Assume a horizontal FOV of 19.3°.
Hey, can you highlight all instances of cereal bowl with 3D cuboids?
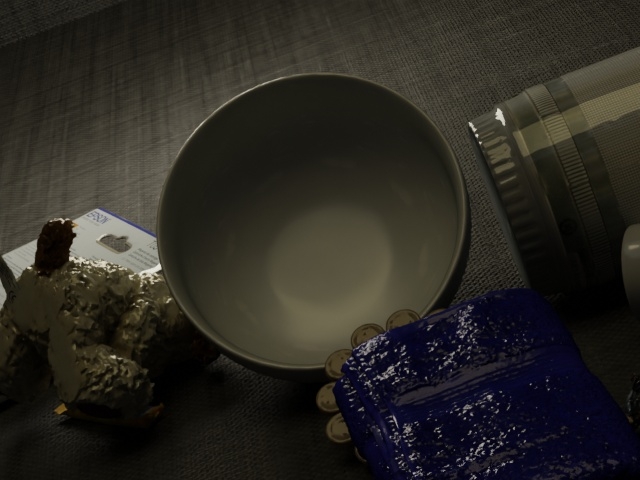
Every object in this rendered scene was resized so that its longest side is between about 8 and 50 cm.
[{"bbox_3d":[0.000,0.000,2.018,0.339,0.141,0.339,-4,67,9],"label":"cereal bowl"}]

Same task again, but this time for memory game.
[{"bbox_3d":[0.085,0.142,1.820,0.186,0.012,0.186,-9,50,12],"label":"memory game"}]

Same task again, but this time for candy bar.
[{"bbox_3d":[-0.232,0.188,2.083,0.161,0.018,0.040,2,32,46],"label":"candy bar"}]

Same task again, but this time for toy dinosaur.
[{"bbox_3d":[0.280,0.149,1.697,0.090,0.047,0.082,-32,4,0],"label":"toy dinosaur"}]

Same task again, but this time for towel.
[{"bbox_3d":[0.144,0.160,1.675,0.228,0.076,0.308,-25,32,-1],"label":"towel"}]

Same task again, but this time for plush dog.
[{"bbox_3d":[-0.229,0.088,2.099,0.225,0.210,0.262,7,-2,-45],"label":"plush dog"}]

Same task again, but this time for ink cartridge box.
[{"bbox_3d":[-0.353,0.082,2.366,0.330,0.071,0.324,-26,22,-20],"label":"ink cartridge box"}]

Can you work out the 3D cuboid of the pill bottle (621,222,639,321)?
[{"bbox_3d":[0.399,0.019,1.779,0.208,0.119,0.119,-8,26,28],"label":"pill bottle"}]

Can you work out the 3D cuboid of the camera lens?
[{"bbox_3d":[0.314,-0.078,1.941,0.274,0.219,0.219,-21,22,2],"label":"camera lens"}]
